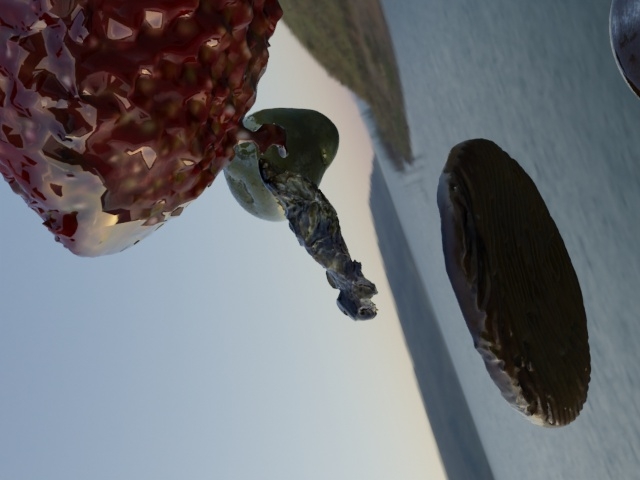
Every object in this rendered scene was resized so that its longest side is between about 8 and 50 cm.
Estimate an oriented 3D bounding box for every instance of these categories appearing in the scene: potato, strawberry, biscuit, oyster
[{"bbox_3d":[-0.052,-0.120,1.138,0.157,0.194,0.157,30,142,28],"label":"potato"},{"bbox_3d":[-0.133,-0.176,0.582,0.292,0.292,0.344,-85,-20,-77],"label":"strawberry"},{"bbox_3d":[0.215,0.039,0.849,0.318,0.040,0.318,34,-134,-45],"label":"biscuit"},{"bbox_3d":[-0.001,0.001,0.581,0.132,0.029,0.086,52,167,19],"label":"oyster"}]

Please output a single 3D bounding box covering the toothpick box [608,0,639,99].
[{"bbox_3d":[0.350,-0.159,0.632,0.294,0.192,0.192,10,-122,-55],"label":"toothpick box"}]
